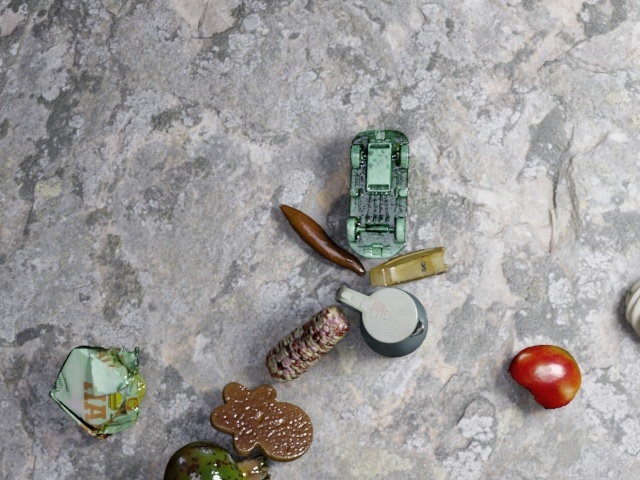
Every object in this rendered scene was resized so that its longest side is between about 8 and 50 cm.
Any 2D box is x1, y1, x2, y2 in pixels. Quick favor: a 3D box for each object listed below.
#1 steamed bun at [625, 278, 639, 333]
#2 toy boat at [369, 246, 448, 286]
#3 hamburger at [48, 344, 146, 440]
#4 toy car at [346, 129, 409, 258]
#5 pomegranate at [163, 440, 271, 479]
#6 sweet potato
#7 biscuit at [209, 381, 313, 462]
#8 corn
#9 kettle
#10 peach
[{"bbox_3d":[0.748,0.133,1.493,0.182,0.106,0.183,-15,56,23],"label":"steamed bun"},{"bbox_3d":[0.199,0.062,1.581,0.226,0.088,0.068,-14,98,-34],"label":"toy boat"},{"bbox_3d":[-0.500,0.335,1.644,0.214,0.125,0.235,32,88,7],"label":"hamburger"},{"bbox_3d":[0.139,-0.104,1.637,0.136,0.125,0.306,0,81,10],"label":"toy car"},{"bbox_3d":[-0.229,0.536,1.546,0.247,0.202,0.202,-17,75,-27],"label":"pomegranate"},{"bbox_3d":[-0.001,0.001,1.674,0.264,0.057,0.057,43,87,9],"label":"sweet potato"},{"bbox_3d":[-0.129,0.414,1.584,0.236,0.039,0.180,24,49,5],"label":"biscuit"},{"bbox_3d":[-0.029,0.228,1.550,0.280,0.092,0.092,-45,73,39],"label":"corn"},{"bbox_3d":[0.132,0.158,1.528,0.210,0.243,0.160,29,84,14],"label":"kettle"},{"bbox_3d":[0.489,0.284,1.526,0.151,0.151,0.118,-36,121,0],"label":"peach"}]
